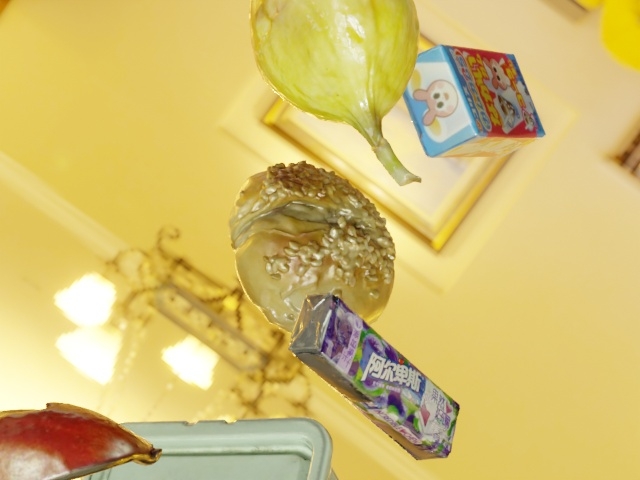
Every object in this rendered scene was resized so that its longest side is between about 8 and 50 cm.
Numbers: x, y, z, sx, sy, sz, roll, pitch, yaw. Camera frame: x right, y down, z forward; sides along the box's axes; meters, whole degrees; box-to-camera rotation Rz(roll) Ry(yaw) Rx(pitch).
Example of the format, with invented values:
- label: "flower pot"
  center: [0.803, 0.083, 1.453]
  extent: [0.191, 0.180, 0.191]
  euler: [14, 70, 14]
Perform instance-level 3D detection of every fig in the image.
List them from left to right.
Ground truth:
- label: "fig"
  center: [0.033, -0.148, 1.198]
  extent: [0.159, 0.159, 0.257]
  euler: [28, -148, -53]

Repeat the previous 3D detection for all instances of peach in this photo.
- label: "peach"
  center: [-0.253, 0.169, 1.054]
  extent: [0.189, 0.279, 0.068]
  euler: [9, -113, -69]

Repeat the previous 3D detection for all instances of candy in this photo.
- label: "candy"
  center: [0.076, 0.180, 1.726]
  extent: [0.061, 0.088, 0.312]
  euler: [-5, 145, 40]
- label: "candy"
  center: [0.240, -0.217, 2.144]
  extent: [0.306, 0.100, 0.157]
  euler: [-7, -105, -60]

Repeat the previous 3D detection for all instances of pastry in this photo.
- label: "pastry"
  center: [0.000, 0.000, 2.083]
  extent: [0.284, 0.184, 0.316]
  euler: [25, -145, -26]

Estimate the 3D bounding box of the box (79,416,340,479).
- label: "box"
  center: [-0.111, 0.322, 1.552]
  extent: [0.311, 0.175, 0.182]
  euler: [-4, 142, 23]
